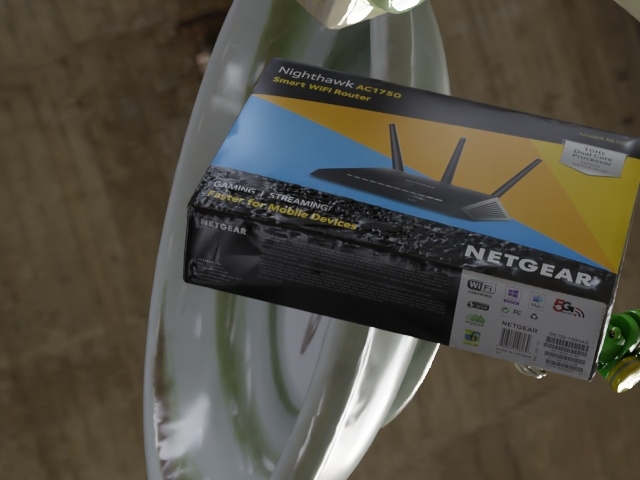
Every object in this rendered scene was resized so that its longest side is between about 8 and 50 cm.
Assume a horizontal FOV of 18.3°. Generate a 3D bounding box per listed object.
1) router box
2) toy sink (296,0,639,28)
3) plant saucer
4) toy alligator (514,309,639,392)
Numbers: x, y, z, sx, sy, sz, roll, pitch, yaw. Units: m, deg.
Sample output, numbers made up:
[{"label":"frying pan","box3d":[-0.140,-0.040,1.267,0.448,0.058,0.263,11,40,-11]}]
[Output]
[{"label":"router box","box3d":[0.044,-0.014,0.865,0.133,0.179,0.046,-66,-13,-53]},{"label":"toy sink","box3d":[0.033,-0.157,0.540,0.234,0.152,0.131,45,-138,19]},{"label":"plant saucer","box3d":[0.000,0.000,1.159,0.101,0.400,0.400,12,-111,-19]},{"label":"toy alligator","box3d":[0.207,0.072,1.423,0.190,0.051,0.056,3,-140,-51]}]
